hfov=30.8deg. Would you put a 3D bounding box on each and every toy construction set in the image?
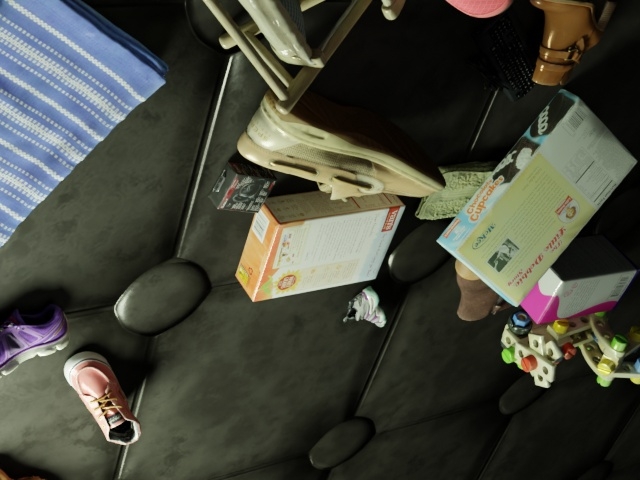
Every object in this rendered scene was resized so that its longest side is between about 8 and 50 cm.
[{"bbox_3d":[0.483,0.213,2.273,0.328,0.215,0.151,-3,131,-38],"label":"toy construction set"}]

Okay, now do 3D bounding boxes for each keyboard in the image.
[{"bbox_3d":[0.284,-0.263,1.744,0.100,0.038,0.192,-41,143,4],"label":"keyboard"}]

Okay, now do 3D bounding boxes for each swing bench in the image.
[{"bbox_3d":[-0.033,-0.328,1.297,0.255,0.165,0.253,-40,143,1],"label":"swing bench"}]

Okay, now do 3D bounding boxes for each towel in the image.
[{"bbox_3d":[0.227,-0.081,1.900,0.148,0.027,0.110,-7,134,-36],"label":"towel"},{"bbox_3d":[-0.357,-0.135,1.335,0.336,0.040,0.243,-44,143,8],"label":"towel"}]

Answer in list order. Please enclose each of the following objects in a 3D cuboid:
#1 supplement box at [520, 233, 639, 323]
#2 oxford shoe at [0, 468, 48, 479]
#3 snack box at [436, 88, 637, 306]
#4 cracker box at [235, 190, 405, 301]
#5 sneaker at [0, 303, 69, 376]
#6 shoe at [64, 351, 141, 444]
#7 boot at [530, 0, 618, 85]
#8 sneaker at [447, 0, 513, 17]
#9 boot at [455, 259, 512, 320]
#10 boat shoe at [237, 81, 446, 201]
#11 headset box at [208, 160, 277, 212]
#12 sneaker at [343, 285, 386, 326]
[{"bbox_3d":[0.478,0.072,2.205,0.220,0.114,0.111,-7,134,-37],"label":"supplement box"},{"bbox_3d":[-0.463,0.392,1.805,0.076,0.076,0.212,-59,148,-24],"label":"oxford shoe"},{"bbox_3d":[0.360,-0.066,1.915,0.187,0.060,0.322,39,92,-33],"label":"snack box"},{"bbox_3d":[0.000,0.000,1.760,0.232,0.067,0.155,-8,135,-33],"label":"cracker box"},{"bbox_3d":[-0.423,0.131,1.562,0.170,0.068,0.071,-26,128,-31],"label":"sneaker"},{"bbox_3d":[-0.320,0.238,1.731,0.063,0.081,0.178,-32,143,-9],"label":"shoe"},{"bbox_3d":[0.350,-0.303,1.724,0.197,0.073,0.152,1,128,-42],"label":"boot"},{"bbox_3d":[0.131,-0.352,1.337,0.116,0.136,0.314,-18,135,25],"label":"sneaker"},{"bbox_3d":[0.354,0.034,2.083,0.249,0.090,0.206,-19,140,-12],"label":"boot"},{"bbox_3d":[0.034,-0.119,1.629,0.341,0.121,0.110,19,121,-38],"label":"boat shoe"},{"bbox_3d":[-0.111,-0.074,1.615,0.083,0.032,0.062,5,125,-42],"label":"headset box"},{"bbox_3d":[0.071,0.125,1.984,0.069,0.038,0.098,-30,134,-8],"label":"sneaker"}]
